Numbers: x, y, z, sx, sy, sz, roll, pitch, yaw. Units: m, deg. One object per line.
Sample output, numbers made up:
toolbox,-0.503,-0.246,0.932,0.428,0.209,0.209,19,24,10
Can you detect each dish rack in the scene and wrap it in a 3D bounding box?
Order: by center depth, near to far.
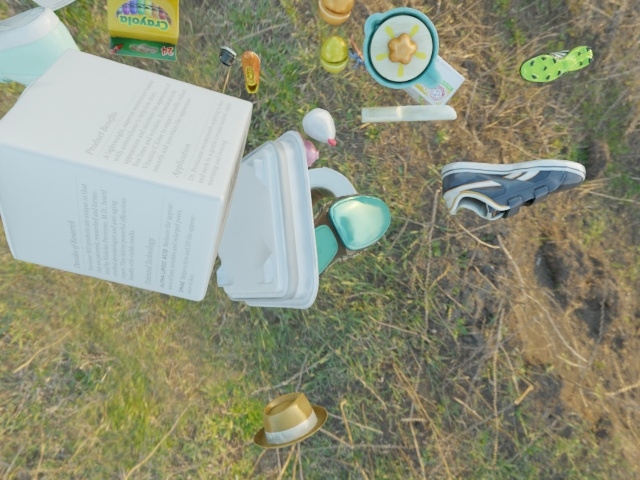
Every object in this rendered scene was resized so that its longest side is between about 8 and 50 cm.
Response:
dish rack,-0.121,-0.020,0.850,0.072,0.332,0.286,-4,86,-29

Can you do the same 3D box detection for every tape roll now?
tape roll,0.012,-0.092,1.515,0.246,0.169,0.246,-1,84,13

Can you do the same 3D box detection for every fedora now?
fedora,-0.080,0.429,1.171,0.194,0.194,0.079,-17,94,-8

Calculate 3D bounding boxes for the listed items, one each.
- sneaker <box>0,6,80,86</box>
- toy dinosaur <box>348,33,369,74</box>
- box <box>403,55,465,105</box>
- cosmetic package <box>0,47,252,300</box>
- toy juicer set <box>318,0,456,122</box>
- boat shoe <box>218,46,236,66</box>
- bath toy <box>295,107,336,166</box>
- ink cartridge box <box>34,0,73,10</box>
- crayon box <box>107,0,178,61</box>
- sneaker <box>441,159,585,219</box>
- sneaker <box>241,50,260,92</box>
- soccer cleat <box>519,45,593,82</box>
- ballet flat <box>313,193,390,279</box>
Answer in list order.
sneaker,-0.446,-0.243,0.716,0.151,0.255,0.094,63,40,-46
toy dinosaur,0.101,-0.473,1.248,0.082,0.047,0.090,23,133,0
box,0.267,-0.445,1.280,0.203,0.114,0.103,39,100,-4
cosmetic package,-0.178,-0.059,0.464,0.183,0.151,0.151,15,136,-9
toy juicer set,0.110,-0.331,0.869,0.209,0.089,0.329,-20,113,10
boat shoe,-0.265,-0.514,1.343,0.049,0.133,0.042,30,99,-22
bath toy,-0.075,-0.282,1.590,0.348,0.151,0.129,-41,86,27
ink cartridge box,-0.503,-0.509,0.774,0.092,0.218,0.159,-19,80,11
crayon box,-0.529,-0.718,1.435,0.202,0.081,0.319,-2,96,-20
sneaker,0.451,-0.113,1.132,0.320,0.126,0.128,0,73,12
sneaker,-0.230,-0.564,1.611,0.064,0.175,0.068,-5,69,-1
soccer cleat,0.502,-0.379,1.041,0.178,0.072,0.060,-17,104,-11
ballet flat,0.000,0.000,1.221,0.182,0.482,0.164,-20,98,38
